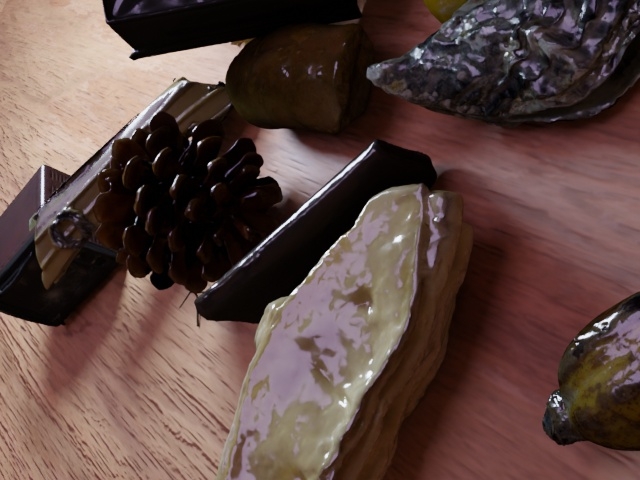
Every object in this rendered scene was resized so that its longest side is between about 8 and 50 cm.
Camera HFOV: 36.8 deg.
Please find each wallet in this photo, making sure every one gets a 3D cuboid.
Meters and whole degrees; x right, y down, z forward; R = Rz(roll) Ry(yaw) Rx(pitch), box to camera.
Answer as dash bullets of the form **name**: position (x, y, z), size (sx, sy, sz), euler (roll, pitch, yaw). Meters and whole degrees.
- **wallet**: position (0.000, 0.000, 1.142), size (0.309, 0.165, 0.042), euler (-42, 62, 21)

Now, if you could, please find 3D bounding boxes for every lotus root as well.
- **lotus root**: position (0.269, 0.108, 0.792), size (0.209, 0.120, 0.120), euler (-43, 42, 31)

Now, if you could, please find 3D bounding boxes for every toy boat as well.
- **toy boat**: position (-0.301, -0.093, 1.580), size (0.445, 0.162, 0.136), euler (-43, 9, 3)

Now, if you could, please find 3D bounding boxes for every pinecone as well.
- **pinecone**: position (-0.169, -0.043, 1.346), size (0.264, 0.264, 0.264), euler (-29, 50, 41)

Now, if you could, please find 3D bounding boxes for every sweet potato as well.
- **sweet potato**: position (-0.045, -0.224, 1.351), size (0.369, 0.158, 0.158), euler (8, 77, 53)

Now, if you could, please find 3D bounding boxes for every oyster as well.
- **oyster**: position (0.211, -0.206, 1.024), size (0.351, 0.158, 0.162), euler (-9, 35, 33)

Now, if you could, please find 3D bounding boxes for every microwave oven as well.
- **microwave oven**: position (-0.492, 0.022, 1.767), size (0.247, 0.178, 0.188), euler (-43, 44, 28)

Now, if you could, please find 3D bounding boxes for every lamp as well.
- **lamp**: position (-0.158, 0.083, 1.428), size (0.121, 0.041, 0.054), euler (-23, 46, 41)

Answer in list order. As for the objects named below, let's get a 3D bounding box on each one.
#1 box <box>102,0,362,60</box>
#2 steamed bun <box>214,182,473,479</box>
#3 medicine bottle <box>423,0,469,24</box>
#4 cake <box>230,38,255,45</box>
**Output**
- **box**: position (-0.137, -0.416, 1.319), size (0.345, 0.204, 0.251), euler (-10, 87, 3)
- **steamed bun**: position (0.020, 0.142, 1.070), size (0.247, 0.189, 0.428), euler (20, 85, 36)
- **medicine bottle**: position (0.219, -0.335, 1.093), size (0.212, 0.122, 0.122), euler (-25, 52, 42)
- **cake**: position (-0.176, -0.475, 1.601), size (0.286, 0.222, 0.227), euler (34, 97, 54)
